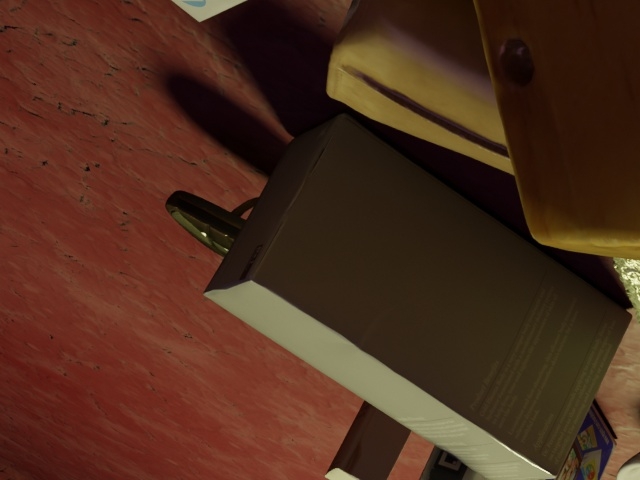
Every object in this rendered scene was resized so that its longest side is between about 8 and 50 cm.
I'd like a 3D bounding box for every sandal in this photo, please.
[{"bbox_3d":[0.000,0.000,1.168,0.219,0.060,0.090,17,169,-8],"label":"sandal"}]

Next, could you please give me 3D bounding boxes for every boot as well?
[{"bbox_3d":[0.135,-0.058,0.768,0.269,0.089,0.236,28,161,6],"label":"boot"}]

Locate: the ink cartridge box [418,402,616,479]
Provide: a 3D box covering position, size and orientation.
[{"bbox_3d":[0.132,0.186,1.211,0.045,0.208,0.206,13,156,32],"label":"ink cartridge box"}]

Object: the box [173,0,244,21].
[{"bbox_3d":[-0.068,-0.179,0.820,0.145,0.038,0.186,37,161,-21],"label":"box"}]

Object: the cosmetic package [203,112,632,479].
[{"bbox_3d":[0.062,0.040,1.066,0.238,0.127,0.107,35,161,-11],"label":"cosmetic package"}]

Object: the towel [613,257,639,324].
[{"bbox_3d":[0.225,0.040,0.981,0.110,0.027,0.148,18,159,31],"label":"towel"}]

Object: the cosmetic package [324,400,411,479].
[{"bbox_3d":[0.051,0.148,1.371,0.041,0.115,0.060,30,161,-2],"label":"cosmetic package"}]

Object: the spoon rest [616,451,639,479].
[{"bbox_3d":[0.285,0.225,1.286,0.137,0.084,0.276,23,161,16],"label":"spoon rest"}]

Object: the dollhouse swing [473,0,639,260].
[{"bbox_3d":[0.260,-0.122,0.467,0.347,0.305,0.315,-5,101,59],"label":"dollhouse swing"}]
